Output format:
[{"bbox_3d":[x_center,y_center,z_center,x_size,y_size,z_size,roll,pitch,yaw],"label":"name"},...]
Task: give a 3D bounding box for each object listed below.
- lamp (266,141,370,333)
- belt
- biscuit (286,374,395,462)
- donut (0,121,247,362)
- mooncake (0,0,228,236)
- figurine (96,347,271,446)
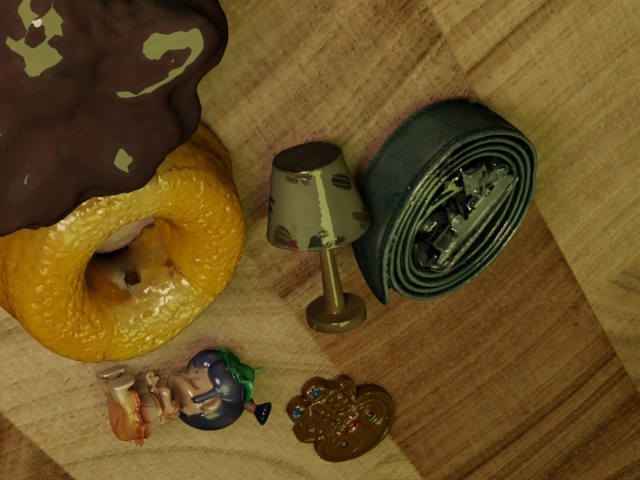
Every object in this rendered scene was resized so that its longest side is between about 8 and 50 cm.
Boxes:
[{"bbox_3d":[0.000,0.000,1.808,0.121,0.121,0.214,-20,120,-19],"label":"lamp"},{"bbox_3d":[0.142,-0.037,1.877,0.206,0.116,0.267,18,109,-45],"label":"belt"},{"bbox_3d":[0.028,0.235,2.071,0.175,0.026,0.124,29,104,-43],"label":"biscuit"},{"bbox_3d":[-0.209,0.005,1.691,0.303,0.110,0.303,-17,131,-21],"label":"donut"},{"bbox_3d":[-0.282,-0.184,1.447,0.381,0.212,0.350,22,115,-39],"label":"mooncake"},{"bbox_3d":[-0.163,0.184,1.872,0.195,0.111,0.102,-12,111,-21],"label":"figurine"}]
